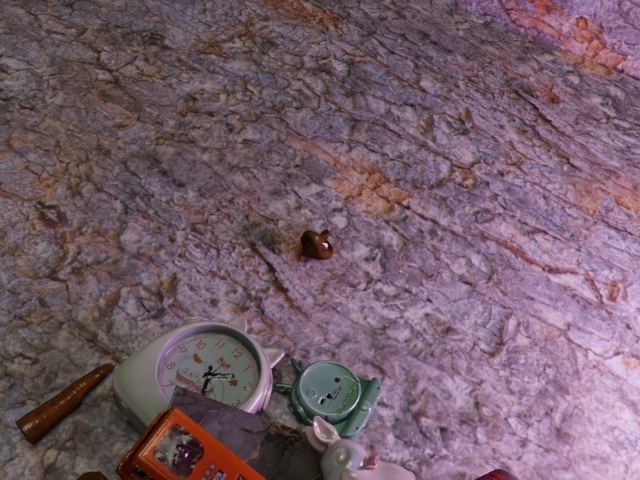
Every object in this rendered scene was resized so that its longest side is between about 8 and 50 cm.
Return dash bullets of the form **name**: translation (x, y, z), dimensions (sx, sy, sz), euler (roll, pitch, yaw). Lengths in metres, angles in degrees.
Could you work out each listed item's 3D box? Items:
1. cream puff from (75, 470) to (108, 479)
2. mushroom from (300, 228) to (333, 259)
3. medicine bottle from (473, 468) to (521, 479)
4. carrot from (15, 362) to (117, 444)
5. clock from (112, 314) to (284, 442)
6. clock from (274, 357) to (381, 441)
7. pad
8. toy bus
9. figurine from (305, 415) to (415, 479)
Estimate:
- **cream puff**: translation (-0.410, 0.525, 1.216), dimensions (0.241, 0.155, 0.269), euler (10, 49, -6)
- **mushroom**: translation (-0.005, 0.010, 1.771), dimensions (0.088, 0.072, 0.129), euler (25, 13, 8)
- **medicine bottle**: translation (0.275, 0.532, 1.334), dimensions (0.247, 0.147, 0.147), euler (-18, 56, -22)
- **carrot**: translation (-0.505, 0.313, 1.447), dimensions (0.057, 0.057, 0.224), euler (34, 50, 18)
- **clock**: translation (-0.231, 0.291, 1.472), dimensions (0.265, 0.108, 0.324), euler (40, 55, 22)
- **clock**: translation (0.011, 0.322, 1.514), dimensions (0.211, 0.066, 0.159), euler (24, 50, 12)
- **pad**: translation (-0.135, 0.442, 1.330), dimensions (0.368, 0.007, 0.247), euler (25, 57, -15)
- **toy bus**: translation (-0.171, 0.432, 1.220), dimensions (0.329, 0.153, 0.143), euler (41, 55, -5)
- **figurine**: translation (0.055, 0.449, 1.355), dimensions (0.235, 0.127, 0.155), euler (31, 60, 1)
